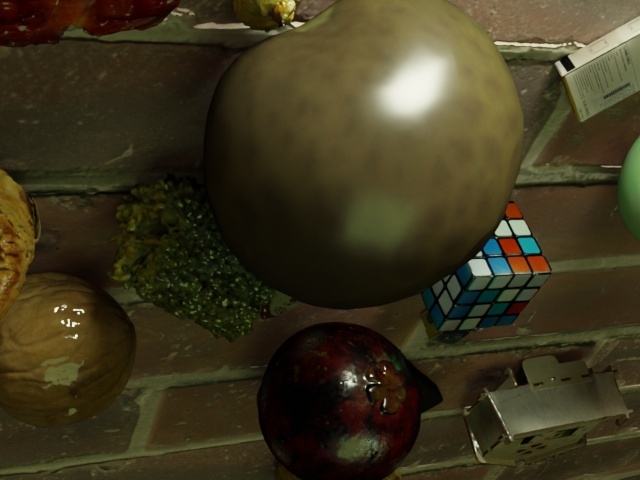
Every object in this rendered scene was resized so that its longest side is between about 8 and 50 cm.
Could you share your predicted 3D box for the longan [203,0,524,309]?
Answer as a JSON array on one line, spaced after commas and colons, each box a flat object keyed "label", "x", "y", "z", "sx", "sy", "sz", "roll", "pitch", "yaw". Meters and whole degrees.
[{"label": "longan", "x": 0.053, "y": -0.104, "z": 1.278, "sx": 0.405, "sy": 0.336, "sz": 0.404, "roll": -2, "pitch": 102, "yaw": -11}]

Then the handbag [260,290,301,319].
[{"label": "handbag", "x": 0.000, "y": 0.000, "z": 1.564, "sx": 0.213, "sy": 0.127, "sz": 0.235, "roll": -15, "pitch": 132, "yaw": -12}]

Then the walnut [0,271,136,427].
[{"label": "walnut", "x": -0.370, "y": 0.150, "z": 1.494, "sx": 0.228, "sy": 0.228, "sz": 0.228, "roll": -15, "pitch": 144, "yaw": -11}]

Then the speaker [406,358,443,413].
[{"label": "speaker", "x": 0.165, "y": 0.285, "z": 2.090, "sx": 0.082, "sy": 0.044, "sz": 0.218, "roll": -30, "pitch": 144, "yaw": 11}]

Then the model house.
[{"label": "model house", "x": 0.464, "y": 0.376, "z": 2.289, "sx": 0.326, "sy": 0.169, "sz": 0.244, "roll": -7, "pitch": 149, "yaw": -18}]

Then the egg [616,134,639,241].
[{"label": "egg", "x": 0.589, "y": -0.095, "z": 1.672, "sx": 0.221, "sy": 0.220, "sz": 0.269, "roll": 0, "pitch": 151, "yaw": -28}]

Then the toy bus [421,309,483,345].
[{"label": "toy bus", "x": 0.284, "y": 0.103, "z": 1.892, "sx": 0.081, "sy": 0.074, "sz": 0.226, "roll": 15, "pitch": 131, "yaw": -39}]

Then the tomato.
[{"label": "tomato", "x": -0.252, "y": -0.290, "z": 1.022, "sx": 0.233, "sy": 0.139, "sz": 0.200, "roll": -7, "pitch": 161, "yaw": -16}]

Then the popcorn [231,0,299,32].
[{"label": "popcorn", "x": -0.059, "y": -0.269, "z": 1.215, "sx": 0.084, "sy": 0.084, "sz": 0.084, "roll": -15, "pitch": 144, "yaw": -11}]

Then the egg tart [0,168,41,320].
[{"label": "egg tart", "x": -0.492, "y": -0.002, "z": 1.303, "sx": 0.297, "sy": 0.132, "sz": 0.297, "roll": -21, "pitch": 136, "yaw": -22}]

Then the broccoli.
[{"label": "broccoli", "x": -0.187, "y": 0.050, "z": 1.429, "sx": 0.273, "sy": 0.180, "sz": 0.242, "roll": -30, "pitch": 122, "yaw": 31}]

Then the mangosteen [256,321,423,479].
[{"label": "mangosteen", "x": 0.027, "y": 0.283, "z": 1.822, "sx": 0.311, "sy": 0.311, "sz": 0.311, "roll": -15, "pitch": 144, "yaw": -11}]

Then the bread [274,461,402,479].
[{"label": "bread", "x": 0.036, "y": 0.496, "z": 2.218, "sx": 0.254, "sy": 0.142, "sz": 0.227, "roll": -10, "pitch": 142, "yaw": -21}]

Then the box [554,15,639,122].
[{"label": "box", "x": 0.467, "y": -0.272, "z": 1.535, "sx": 0.247, "sy": 0.033, "sz": 0.129, "roll": -28, "pitch": 144, "yaw": 8}]

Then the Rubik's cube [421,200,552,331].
[{"label": "Rubik's cube", "x": 0.253, "y": 0.041, "z": 1.724, "sx": 0.155, "sy": 0.154, "sz": 0.151, "roll": -1, "pitch": 140, "yaw": -27}]
